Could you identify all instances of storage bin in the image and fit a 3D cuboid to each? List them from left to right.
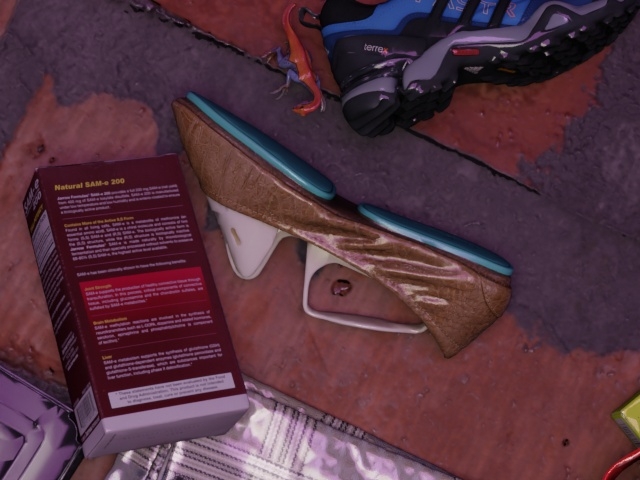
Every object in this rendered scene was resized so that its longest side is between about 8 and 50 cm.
[{"bbox_3d":[-0.295,0.163,1.371,0.180,0.084,0.122,31,80,2],"label":"storage bin"}]

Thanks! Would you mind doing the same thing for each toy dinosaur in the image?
[{"bbox_3d":[-0.022,-0.151,1.449,0.047,0.090,0.082,-18,38,-17],"label":"toy dinosaur"}]

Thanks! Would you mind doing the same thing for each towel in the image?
[{"bbox_3d":[-0.052,0.288,1.383,0.324,0.056,0.312,24,80,1],"label":"towel"}]

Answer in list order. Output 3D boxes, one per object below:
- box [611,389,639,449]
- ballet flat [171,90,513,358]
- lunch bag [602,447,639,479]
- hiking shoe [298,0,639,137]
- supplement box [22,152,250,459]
[{"bbox_3d":[0.361,0.141,1.444,0.178,0.042,0.109,-37,86,-9],"label":"box"},{"bbox_3d":[0.000,0.000,1.420,0.342,0.116,0.124,28,99,-3],"label":"ballet flat"},{"bbox_3d":[0.350,0.255,1.336,0.258,0.120,0.293,33,86,23],"label":"lunch bag"},{"bbox_3d":[0.144,-0.202,1.445,0.304,0.113,0.132,-19,75,-15],"label":"hiking shoe"},{"bbox_3d":[-0.158,0.051,1.363,0.130,0.073,0.239,-7,68,-26],"label":"supplement box"}]
